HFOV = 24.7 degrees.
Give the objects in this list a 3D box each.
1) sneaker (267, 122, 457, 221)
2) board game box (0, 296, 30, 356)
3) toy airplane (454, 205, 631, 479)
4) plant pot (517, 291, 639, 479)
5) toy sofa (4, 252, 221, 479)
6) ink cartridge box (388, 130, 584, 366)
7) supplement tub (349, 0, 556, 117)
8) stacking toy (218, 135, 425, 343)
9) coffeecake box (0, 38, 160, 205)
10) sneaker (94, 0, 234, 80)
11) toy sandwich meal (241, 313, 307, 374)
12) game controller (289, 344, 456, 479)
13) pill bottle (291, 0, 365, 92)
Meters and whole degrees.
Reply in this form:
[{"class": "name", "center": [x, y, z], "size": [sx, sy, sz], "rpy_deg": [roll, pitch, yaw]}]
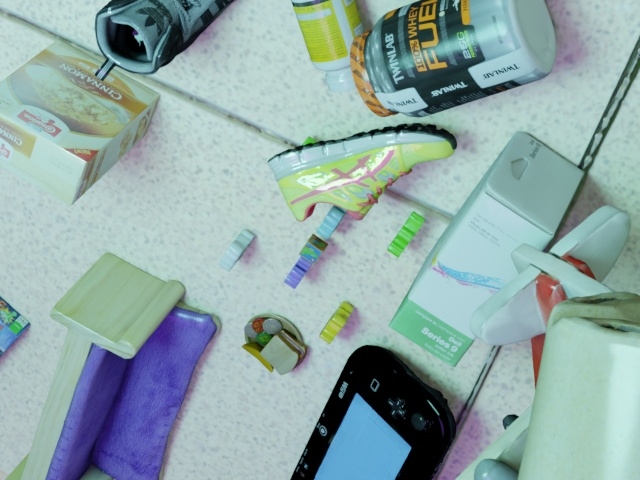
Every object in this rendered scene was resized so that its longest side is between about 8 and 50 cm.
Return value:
[{"class": "sneaker", "center": [0.052, -0.072, 1.593], "size": [0.209, 0.081, 0.094], "rpy_deg": [-11, 96, 18]}, {"class": "board game box", "center": [-0.502, 0.130, 1.995], "size": [0.136, 0.035, 0.201], "rpy_deg": [43, 125, -6]}, {"class": "toy airplane", "center": [0.302, 0.159, 1.457], "size": [0.272, 0.384, 0.386], "rpy_deg": [45, 120, 34]}, {"class": "plant pot", "center": [0.293, 0.210, 1.215], "size": [0.334, 0.334, 0.305], "rpy_deg": [6, 100, 20]}, {"class": "toy sofa", "center": [-0.274, 0.214, 1.878], "size": [0.177, 0.150, 0.362], "rpy_deg": [28, 125, 7]}, {"class": "ink cartridge box", "center": [0.177, 0.008, 1.563], "size": [0.093, 0.154, 0.212], "rpy_deg": [32, 125, 3]}, {"class": "supplement tub", "center": [0.133, -0.195, 1.486], "size": [0.190, 0.117, 0.117], "rpy_deg": [-17, 111, 29]}, {"class": "stacking toy", "center": [0.000, 0.000, 1.701], "size": [0.167, 0.052, 0.221], "rpy_deg": [36, 123, 0]}, {"class": "coffeecake box", "center": [-0.291, -0.137, 1.656], "size": [0.142, 0.185, 0.068], "rpy_deg": [29, 126, 4]}, {"class": "sneaker", "center": [-0.143, -0.263, 1.540], "size": [0.101, 0.153, 0.268], "rpy_deg": [43, 126, -6]}, {"class": "toy sandwich meal", "center": [-0.060, 0.130, 1.812], "size": [0.086, 0.029, 0.085], "rpy_deg": [10, 122, 17]}, {"class": "game controller", "center": [0.056, 0.277, 1.809], "size": [0.166, 0.067, 0.319], "rpy_deg": [37, 127, 19]}, {"class": "pill bottle", "center": [0.014, -0.220, 1.553], "size": [0.065, 0.065, 0.116], "rpy_deg": [-8, 115, 26]}]
